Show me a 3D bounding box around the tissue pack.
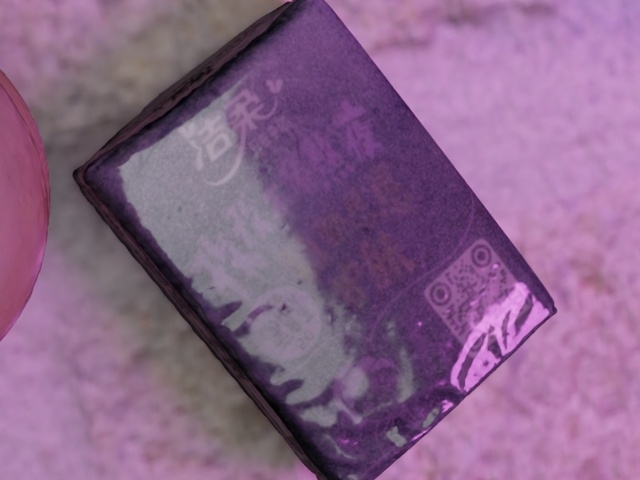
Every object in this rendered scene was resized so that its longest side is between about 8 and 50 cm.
[{"bbox_3d":[0.000,0.000,0.591,0.112,0.051,0.156,-40,100,-13],"label":"tissue pack"}]

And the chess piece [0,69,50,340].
[{"bbox_3d":[-0.140,-0.009,0.446,0.143,0.261,0.142,-1,95,-14],"label":"chess piece"}]
